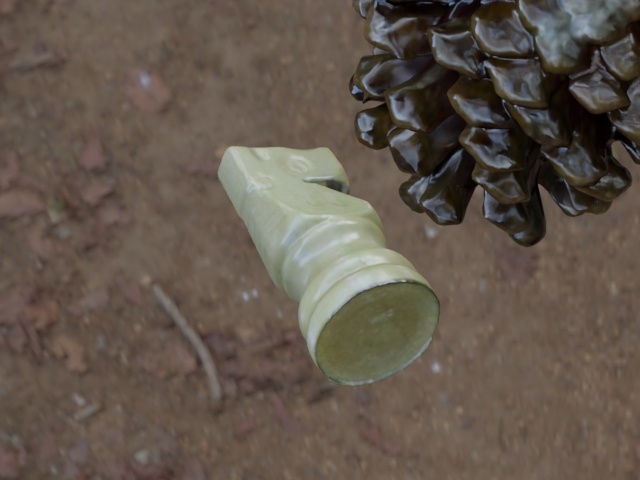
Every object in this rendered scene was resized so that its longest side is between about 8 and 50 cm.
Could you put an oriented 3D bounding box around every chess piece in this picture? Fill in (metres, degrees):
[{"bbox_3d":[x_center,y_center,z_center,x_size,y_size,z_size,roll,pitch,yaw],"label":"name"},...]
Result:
[{"bbox_3d":[0.000,0.000,1.270,0.090,0.090,0.200,-25,46,-7],"label":"chess piece"}]

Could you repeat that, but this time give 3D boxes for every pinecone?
[{"bbox_3d":[0.099,-0.096,0.900,0.185,0.168,0.212,48,112,14],"label":"pinecone"}]
